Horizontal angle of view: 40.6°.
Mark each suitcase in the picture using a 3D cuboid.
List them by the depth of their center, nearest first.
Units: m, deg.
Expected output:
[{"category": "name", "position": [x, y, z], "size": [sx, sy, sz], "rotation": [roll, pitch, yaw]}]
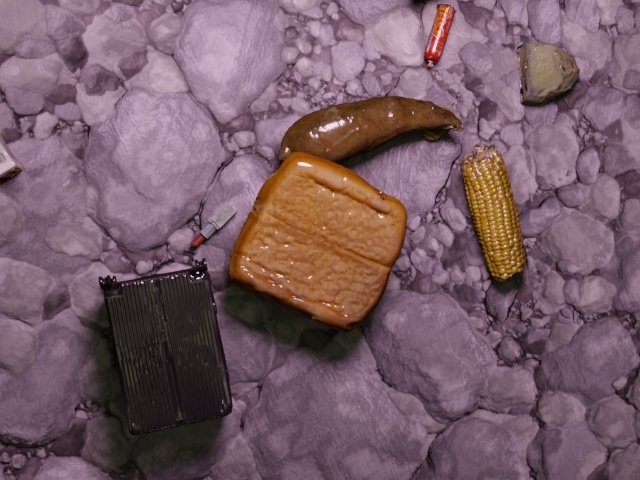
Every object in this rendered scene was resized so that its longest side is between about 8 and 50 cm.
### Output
[{"category": "suitcase", "position": [-0.320, 0.220, 1.809], "size": [0.230, 0.152, 0.335], "rotation": [-11, 90, -8]}]

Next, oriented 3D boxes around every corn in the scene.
[{"category": "corn", "position": [0.392, -0.064, 1.950], "size": [0.115, 0.115, 0.317], "rotation": [-15, 90, -9]}]

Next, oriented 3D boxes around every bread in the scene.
[{"category": "bread", "position": [-0.001, -0.001, 1.853], "size": [0.337, 0.148, 0.328], "rotation": [23, 92, -11]}, {"category": "bread", "position": [0.269, -0.267, 1.977], "size": [0.088, 0.033, 0.049], "rotation": [-44, 88, -7]}]

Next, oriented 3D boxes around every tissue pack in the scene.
[{"category": "tissue pack", "position": [-0.713, -0.153, 1.791], "size": [0.149, 0.099, 0.106], "rotation": [-33, 91, -8]}]

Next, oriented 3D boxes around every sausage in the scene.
[{"category": "sausage", "position": [0.268, -0.467, 1.979], "size": [0.050, 0.048, 0.145], "rotation": [18, 88, -2]}]

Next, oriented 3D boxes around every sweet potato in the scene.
[{"category": "sweet potato", "position": [0.104, -0.248, 1.905], "size": [0.423, 0.130, 0.130], "rotation": [-13, 90, -12]}]

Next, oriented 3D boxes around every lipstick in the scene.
[{"category": "lipstick", "position": [-0.237, -0.030, 1.893], "size": [0.129, 0.030, 0.030], "rotation": [-45, 95, -7]}]

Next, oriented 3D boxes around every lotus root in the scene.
[{"category": "lotus root", "position": [0.531, -0.396, 2.001], "size": [0.144, 0.070, 0.143], "rotation": [-11, 90, -9]}]
